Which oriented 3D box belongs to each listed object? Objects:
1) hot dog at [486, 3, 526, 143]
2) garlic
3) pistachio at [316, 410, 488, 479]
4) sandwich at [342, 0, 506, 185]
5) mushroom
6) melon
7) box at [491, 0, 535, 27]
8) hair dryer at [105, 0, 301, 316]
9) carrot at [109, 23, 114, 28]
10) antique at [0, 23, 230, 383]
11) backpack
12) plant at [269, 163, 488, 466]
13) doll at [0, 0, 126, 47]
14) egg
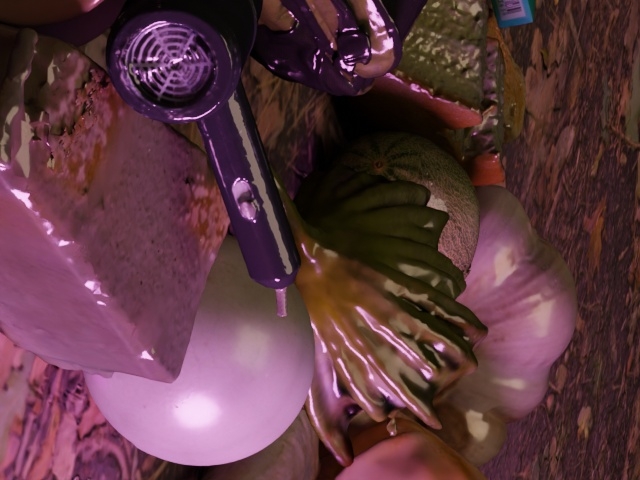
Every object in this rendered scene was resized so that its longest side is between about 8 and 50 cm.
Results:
[{"bbox_3d":[0.134,-0.175,1.773,0.242,0.073,0.084,52,47,-58],"label":"hot dog"},{"bbox_3d":[0.146,0.081,1.764,0.203,0.184,0.281,-77,168,-73],"label":"garlic"},{"bbox_3d":[0.055,0.297,1.594,0.230,0.230,0.309,-25,118,-64],"label":"pistachio"},{"bbox_3d":[0.082,-0.148,1.590,0.236,0.128,0.122,55,40,-61],"label":"sandwich"},{"bbox_3d":[-0.077,0.230,1.407,0.312,0.081,0.100,-56,151,-55],"label":"mushroom"},{"bbox_3d":[0.066,-0.015,1.582,0.192,0.139,0.139,67,38,-57],"label":"melon"},{"bbox_3d":[0.157,-0.333,1.727,0.161,0.042,0.226,-79,154,-49],"label":"box"},{"bbox_3d":[-0.051,-0.050,1.032,0.124,0.071,0.219,-80,155,-62],"label":"hair dryer"},{"bbox_3d":[-0.092,-0.164,1.124,0.055,0.161,0.055,5,81,-29],"label":"carrot"},{"bbox_3d":[-0.158,-0.037,1.031,0.284,0.125,0.150,51,51,-61],"label":"antique"},{"bbox_3d":[-0.004,-0.226,1.302,0.253,0.140,0.207,37,74,-51],"label":"backpack"},{"bbox_3d":[-0.029,0.019,1.336,0.333,0.180,0.251,27,28,-51],"label":"plant"},{"bbox_3d":[-0.135,-0.237,1.031,0.208,0.144,0.271,99,10,-73],"label":"doll"},{"bbox_3d":[-0.078,0.073,1.237,0.209,0.151,0.151,72,31,-72],"label":"egg"}]
